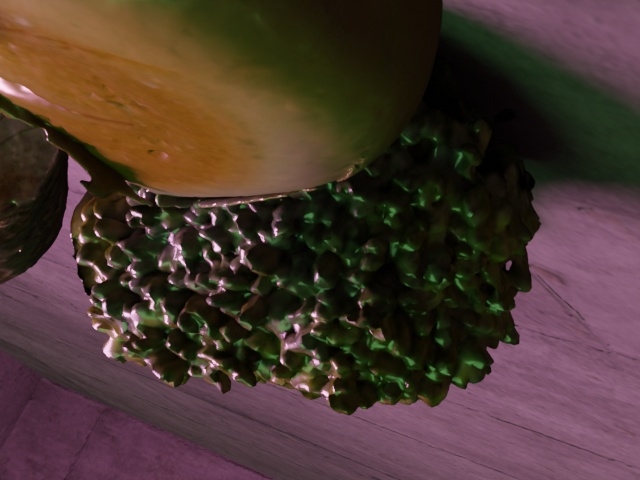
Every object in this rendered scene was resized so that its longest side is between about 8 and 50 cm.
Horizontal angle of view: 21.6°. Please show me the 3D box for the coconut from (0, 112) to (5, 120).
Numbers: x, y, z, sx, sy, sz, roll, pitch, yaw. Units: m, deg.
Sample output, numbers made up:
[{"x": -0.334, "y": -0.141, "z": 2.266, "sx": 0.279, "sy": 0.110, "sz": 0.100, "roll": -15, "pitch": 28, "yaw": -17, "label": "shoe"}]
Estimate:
[{"x": -0.197, "y": -0.121, "z": 0.649, "sx": 0.224, "sy": 0.224, "sz": 0.234, "roll": 21, "pitch": 156, "yaw": 30, "label": "coconut"}]

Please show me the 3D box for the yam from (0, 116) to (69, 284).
[{"x": -0.252, "y": -0.058, "z": 1.148, "sx": 0.168, "sy": 0.168, "sz": 0.304, "roll": 29, "pitch": 165, "yaw": -2, "label": "yam"}]

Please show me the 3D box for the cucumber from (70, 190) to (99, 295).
[{"x": -0.058, "y": 0.014, "z": 1.104, "sx": 0.134, "sy": 0.134, "sz": 0.244, "roll": 24, "pitch": 178, "yaw": 18, "label": "cucumber"}]

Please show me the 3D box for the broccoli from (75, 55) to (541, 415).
[{"x": -0.010, "y": 0.007, "z": 0.831, "sx": 0.242, "sy": 0.180, "sz": 0.273, "roll": 21, "pitch": 165, "yaw": 28, "label": "broccoli"}]

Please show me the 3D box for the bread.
[{"x": -0.030, "y": -0.101, "z": 0.568, "sx": 0.156, "sy": 0.158, "sz": 0.261, "roll": 16, "pitch": 165, "yaw": -3, "label": "bread"}]
